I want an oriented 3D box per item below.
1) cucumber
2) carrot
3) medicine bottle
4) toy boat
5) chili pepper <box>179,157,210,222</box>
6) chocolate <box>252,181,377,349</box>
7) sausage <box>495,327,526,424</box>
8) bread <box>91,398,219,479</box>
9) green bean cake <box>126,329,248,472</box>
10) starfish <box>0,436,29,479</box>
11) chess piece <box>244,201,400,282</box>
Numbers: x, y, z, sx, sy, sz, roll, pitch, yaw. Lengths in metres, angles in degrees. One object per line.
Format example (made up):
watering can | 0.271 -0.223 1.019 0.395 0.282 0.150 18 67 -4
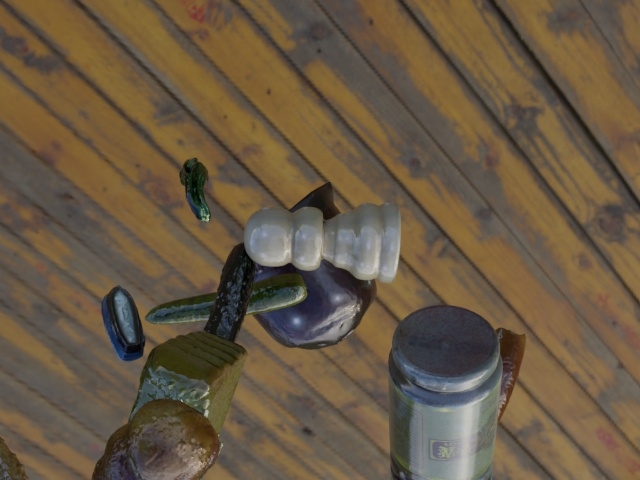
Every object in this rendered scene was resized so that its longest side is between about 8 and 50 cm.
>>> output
cucumber | -0.183 0.142 1.760 0.081 0.303 0.072 27 154 -13
carrot | -0.205 0.136 1.957 0.359 0.074 0.074 -12 131 0
medicine bottle | 0.171 0.250 1.267 0.151 0.151 0.322 2 131 8
toy boat | -0.321 0.134 1.458 0.060 0.137 0.061 -7 148 -30
chili pepper | -0.221 -0.100 1.606 0.050 0.182 0.073 3 116 -13
chocolate | -0.018 0.099 2.315 0.331 0.384 0.383 46 129 5
sausage | 0.359 0.317 1.907 0.076 0.302 0.103 30 163 -10
bread | -0.222 0.306 1.083 0.124 0.084 0.344 25 130 -13
green bean cake | -0.220 0.266 1.400 0.124 0.233 0.236 21 99 10
starfish | -0.247 0.274 0.728 0.302 0.299 0.060 -8 157 33
chess piece | 0.000 0.000 1.767 0.300 0.167 0.167 2 133 -4
